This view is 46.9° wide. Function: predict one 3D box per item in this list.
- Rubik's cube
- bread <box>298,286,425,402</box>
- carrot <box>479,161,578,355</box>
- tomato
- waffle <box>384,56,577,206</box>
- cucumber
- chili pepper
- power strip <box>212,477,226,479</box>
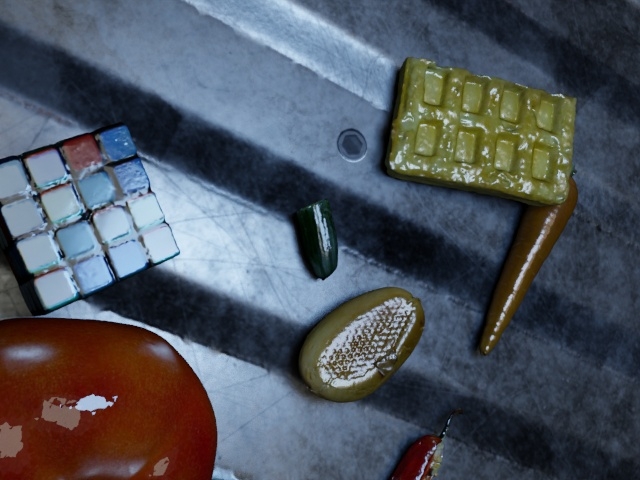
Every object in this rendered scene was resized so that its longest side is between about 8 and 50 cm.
[{"bbox_3d":[-0.262,-0.018,0.791,0.151,0.154,0.155,-23,94,-25],"label":"Rubik's cube"},{"bbox_3d":[0.053,0.135,0.958,0.189,0.077,0.114,-35,78,-22],"label":"bread"},{"bbox_3d":[0.309,0.022,1.093,0.069,0.069,0.336,31,76,-18],"label":"carrot"},{"bbox_3d":[-0.257,0.199,0.720,0.298,0.226,0.299,-10,113,-24],"label":"tomato"},{"bbox_3d":[0.227,-0.149,1.053,0.274,0.057,0.168,10,81,-11],"label":"waffle"},{"bbox_3d":[0.000,0.000,0.963,0.048,0.048,0.105,-13,90,-24],"label":"cucumber"},{"bbox_3d":[0.114,0.329,0.980,0.050,0.059,0.268,30,72,22],"label":"chili pepper"},{"bbox_3d":[-0.132,0.392,0.788,0.229,0.141,0.261,24,69,-2],"label":"power strip"}]
